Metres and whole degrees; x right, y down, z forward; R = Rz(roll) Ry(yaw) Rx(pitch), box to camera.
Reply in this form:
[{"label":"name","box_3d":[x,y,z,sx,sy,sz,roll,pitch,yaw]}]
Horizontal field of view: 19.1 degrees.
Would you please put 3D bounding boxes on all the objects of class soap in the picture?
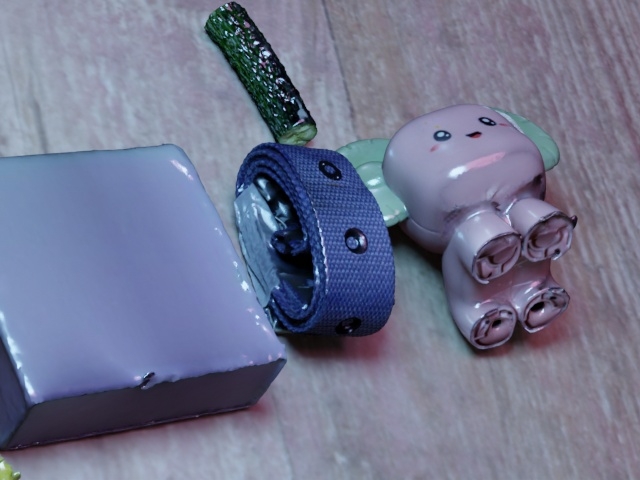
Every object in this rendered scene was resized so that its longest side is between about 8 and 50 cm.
[{"label":"soap","box_3d":[-0.218,0.044,1.869,0.296,0.107,0.285,-5,59,-36]}]

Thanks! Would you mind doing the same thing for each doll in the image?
[{"label":"doll","box_3d":[0.157,-0.043,2.147,0.284,0.216,0.268,-17,42,-20]}]

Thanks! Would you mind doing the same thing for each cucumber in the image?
[{"label":"cucumber","box_3d":[-0.065,-0.191,2.193,0.058,0.058,0.187,-16,65,-40]}]

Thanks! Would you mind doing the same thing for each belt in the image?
[{"label":"belt","box_3d":[0.000,0.000,2.028,0.126,0.139,0.230,2,52,-36]}]

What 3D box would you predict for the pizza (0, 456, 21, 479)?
[{"label":"pizza","box_3d":[-0.352,0.248,1.586,0.288,0.075,0.280,-40,104,-46]}]
